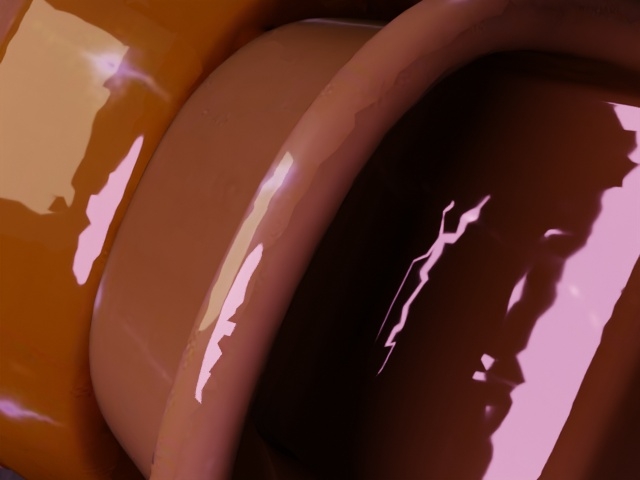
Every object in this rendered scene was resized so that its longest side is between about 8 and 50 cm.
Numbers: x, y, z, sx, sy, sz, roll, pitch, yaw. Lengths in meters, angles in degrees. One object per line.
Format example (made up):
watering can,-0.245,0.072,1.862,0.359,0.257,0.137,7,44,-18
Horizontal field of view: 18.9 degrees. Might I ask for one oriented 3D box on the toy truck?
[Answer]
toy truck,0.000,0.000,0.561,0.212,0.288,0.204,28,97,36
